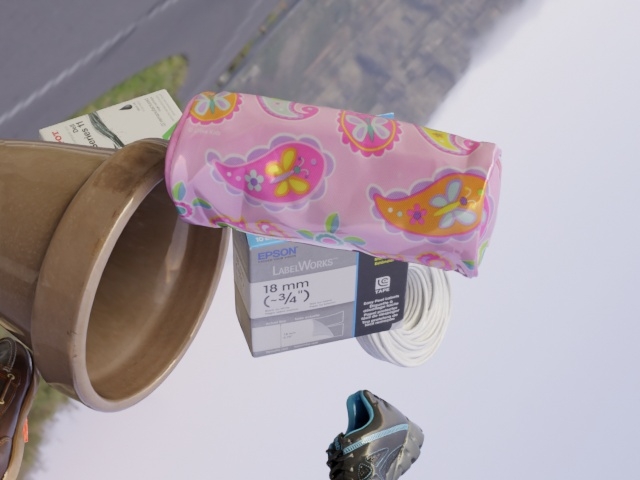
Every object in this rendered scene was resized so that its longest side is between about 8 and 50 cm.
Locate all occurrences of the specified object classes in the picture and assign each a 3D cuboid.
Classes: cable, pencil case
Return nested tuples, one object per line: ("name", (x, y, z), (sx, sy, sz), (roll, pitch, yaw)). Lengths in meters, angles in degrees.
("cable", (0.144, 0.103, 2.012), (0.089, 0.257, 0.257), (0, -110, 41))
("pencil case", (0.010, -0.049, 0.930), (0.124, 0.284, 0.124), (10, 90, -80))

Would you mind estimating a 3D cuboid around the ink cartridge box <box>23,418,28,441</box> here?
("ink cartridge box", (-0.583, 0.270, 1.865), (0.045, 0.179, 0.145), (-43, -131, 46))

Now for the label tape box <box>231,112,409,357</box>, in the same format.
("label tape box", (0.000, 0.000, 1.553), (0.106, 0.241, 0.333), (-114, -162, -46))

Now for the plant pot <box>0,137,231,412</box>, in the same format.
("plant pot", (-0.246, 0.004, 1.052), (0.263, 0.229, 0.263), (-56, 158, -35))

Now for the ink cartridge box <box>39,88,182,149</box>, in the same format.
("ink cartridge box", (-0.294, -0.122, 1.624), (0.208, 0.153, 0.087), (-23, 144, -20))

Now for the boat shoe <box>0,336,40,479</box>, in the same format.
("boat shoe", (-0.317, 0.155, 1.037), (0.073, 0.073, 0.207), (-35, -149, 12))

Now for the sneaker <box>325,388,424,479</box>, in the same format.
("sneaker", (0.050, 0.384, 1.711), (0.125, 0.139, 0.341), (-32, -160, 36))
